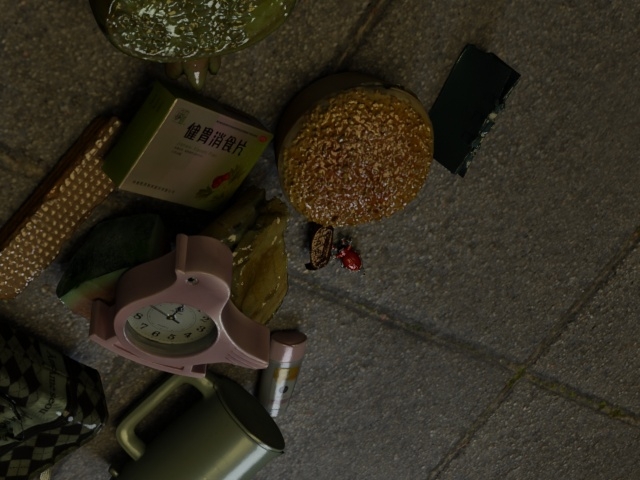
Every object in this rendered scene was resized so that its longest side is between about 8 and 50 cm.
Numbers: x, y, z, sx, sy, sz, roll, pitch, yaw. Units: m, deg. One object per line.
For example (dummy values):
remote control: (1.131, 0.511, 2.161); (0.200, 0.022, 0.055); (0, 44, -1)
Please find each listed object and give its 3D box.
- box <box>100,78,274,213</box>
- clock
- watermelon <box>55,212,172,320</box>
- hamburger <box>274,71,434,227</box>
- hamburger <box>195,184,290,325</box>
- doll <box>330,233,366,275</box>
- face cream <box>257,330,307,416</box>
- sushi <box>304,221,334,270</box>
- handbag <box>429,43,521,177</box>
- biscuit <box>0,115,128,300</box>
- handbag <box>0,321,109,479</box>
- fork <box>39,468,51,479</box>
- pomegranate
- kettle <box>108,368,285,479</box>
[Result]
box: (-0.214, -0.147, 1.605); (0.175, 0.062, 0.260); (-54, 149, 14)
clock: (-0.194, 0.127, 1.616); (0.290, 0.080, 0.275); (27, 131, -30)
watermelon: (-0.325, 0.089, 1.712); (0.193, 0.139, 0.256); (-12, 138, 16)
hamburger: (0.059, -0.158, 1.727); (0.302, 0.170, 0.302); (-14, 128, -19)
hamburger: (-0.160, 0.061, 1.739); (0.211, 0.132, 0.309); (-39, 149, -38)
doll: (0.056, 0.035, 1.959); (0.057, 0.039, 0.114); (-55, 128, -21)
face cream: (-0.084, 0.281, 2.045); (0.084, 0.057, 0.198); (-2, 124, -25)
sushi: (0.000, 0.000, 1.892); (0.052, 0.055, 0.120); (-2, 113, -16)
handbag: (0.274, -0.241, 1.807); (0.057, 0.144, 0.221); (15, 114, -34)
biscuit: (-0.434, -0.053, 1.604); (0.378, 0.054, 0.094); (-48, 133, 9)
handbag: (-0.625, 0.275, 1.670); (0.317, 0.180, 0.416); (-36, 135, 15)
fork: (-0.525, 0.402, 1.904); (0.034, 0.028, 0.219); (1, 122, -34)
pomegranate: (-0.195, -0.387, 1.408); (0.310, 0.216, 0.358); (-17, 160, -18)
kettle: (-0.267, 0.433, 1.982); (0.318, 0.265, 0.205); (-43, 162, 8)
